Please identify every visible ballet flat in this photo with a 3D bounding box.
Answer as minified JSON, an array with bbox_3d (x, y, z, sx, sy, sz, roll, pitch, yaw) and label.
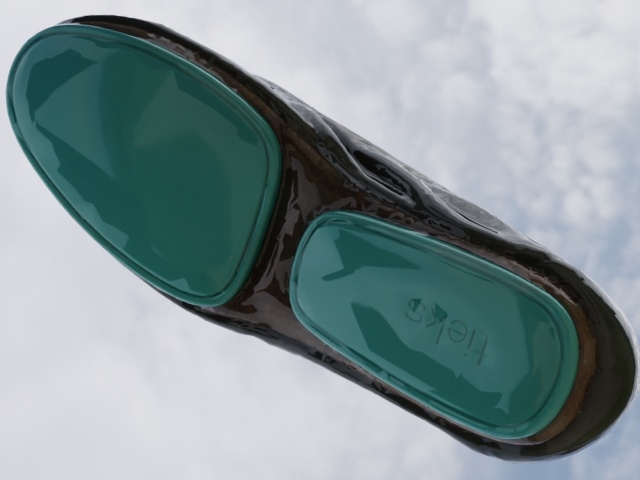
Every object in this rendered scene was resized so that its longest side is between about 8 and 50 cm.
[{"bbox_3d":[0.000,0.000,0.624,0.096,0.280,0.095,2,-63,-59],"label":"ballet flat"}]
